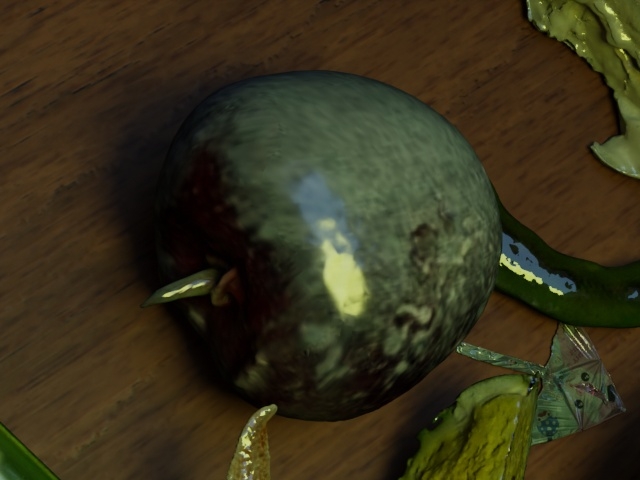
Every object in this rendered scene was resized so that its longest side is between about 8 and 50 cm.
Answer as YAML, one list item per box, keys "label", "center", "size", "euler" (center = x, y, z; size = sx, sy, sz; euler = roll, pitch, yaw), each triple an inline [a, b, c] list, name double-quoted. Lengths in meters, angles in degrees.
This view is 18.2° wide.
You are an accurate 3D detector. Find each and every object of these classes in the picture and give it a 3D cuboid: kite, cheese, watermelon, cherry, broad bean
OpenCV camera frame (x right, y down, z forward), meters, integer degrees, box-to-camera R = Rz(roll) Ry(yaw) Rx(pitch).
- label: "kite"
  center: [0.180, 0.103, 1.601]
  size: [0.152, 0.005, 0.137]
  euler: [27, 62, -12]
- label: "cheese"
  center: [0.301, -0.186, 1.681]
  size: [0.233, 0.127, 0.266]
  euler: [-35, 85, -25]
- label: "watermelon"
  center: [0.100, 0.240, 1.453]
  size: [0.123, 0.129, 0.301]
  euler: [21, 74, -16]
- label: "cherry"
  center: [0.000, 0.000, 1.448]
  size: [0.296, 0.218, 0.255]
  euler: [-21, 78, -40]
- label: "broad bean"
  center: [0.190, -0.002, 1.620]
  size: [0.292, 0.049, 0.144]
  euler: [18, 58, -17]

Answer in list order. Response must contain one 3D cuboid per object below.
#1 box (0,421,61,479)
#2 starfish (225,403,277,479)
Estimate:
- label: "box"
  center: [-0.238, 0.194, 1.353]
  size: [0.345, 0.097, 0.134]
  euler: [44, 71, -4]
- label: "starfish"
  center: [-0.018, 0.264, 1.346]
  size: [0.231, 0.048, 0.295]
  euler: [12, 81, -19]
